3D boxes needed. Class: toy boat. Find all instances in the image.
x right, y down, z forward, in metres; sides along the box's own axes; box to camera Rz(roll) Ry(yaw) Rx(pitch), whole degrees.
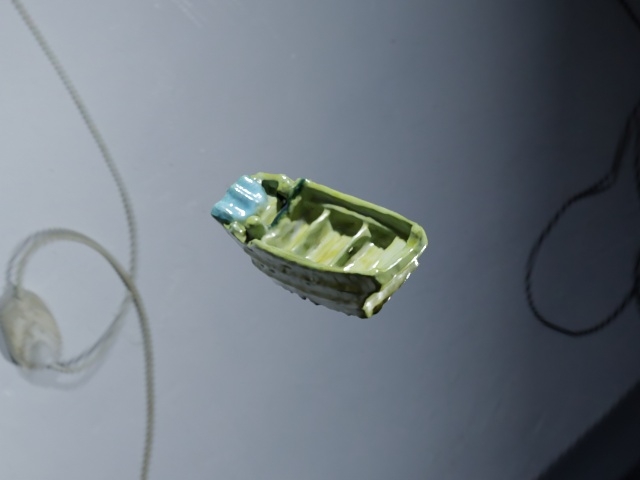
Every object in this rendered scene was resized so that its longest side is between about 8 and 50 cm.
[{"bbox_3d":[0.001,0.004,1.363,0.111,0.276,0.084,-45,130,-22],"label":"toy boat"}]
